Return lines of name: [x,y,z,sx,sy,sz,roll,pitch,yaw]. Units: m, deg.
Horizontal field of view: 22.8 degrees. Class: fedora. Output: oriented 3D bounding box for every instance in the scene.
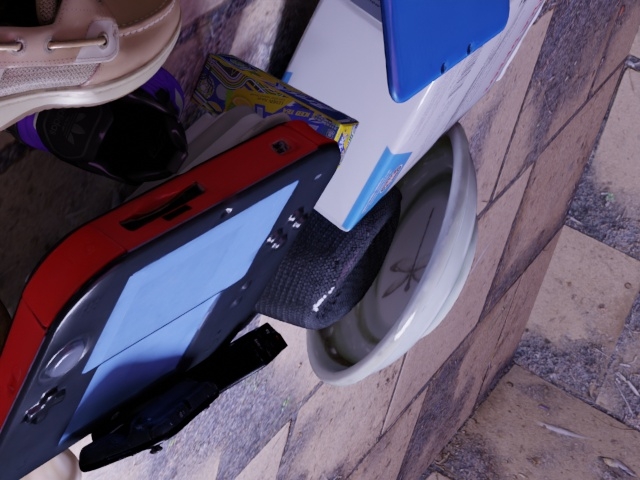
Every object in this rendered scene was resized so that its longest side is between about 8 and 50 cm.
fedora: [0.000,0.000,2.056,0.334,0.152,0.334,-53,161,-26]

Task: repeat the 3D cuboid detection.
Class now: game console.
game console: [-0.152,0.065,1.468,0.386,0.060,0.342,-31,155,-46]
game console: [-0.163,0.178,1.638,0.213,0.044,0.361,-32,180,14]
game console: [0.074,-0.314,1.645,0.293,0.250,0.173,-39,160,-52]

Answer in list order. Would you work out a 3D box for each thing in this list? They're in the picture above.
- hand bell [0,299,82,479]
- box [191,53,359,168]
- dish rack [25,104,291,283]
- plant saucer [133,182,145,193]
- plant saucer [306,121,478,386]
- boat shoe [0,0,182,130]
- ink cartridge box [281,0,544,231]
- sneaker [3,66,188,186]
hand bell: [-0.304,0.146,1.532,0.126,0.126,0.242,-45,145,-44]
box: [-0.048,-0.136,1.673,0.059,0.169,0.054,-66,162,16]
dish rack: [-0.163,0.017,1.558,0.333,0.072,0.285,-45,163,-19]
plant saucer: [-0.147,0.011,1.769,0.317,0.044,0.317,-43,148,-36]
plant saucer: [0.117,0.023,2.163,0.400,0.100,0.400,-52,-156,35]
boat shoe: [-0.214,-0.170,1.224,0.341,0.122,0.110,-37,151,-52]
ink cartridge box: [0.117,-0.238,1.924,0.395,0.166,0.285,-44,168,-45]
sneaker: [-0.173,-0.099,1.411,0.102,0.146,0.293,-65,162,12]
